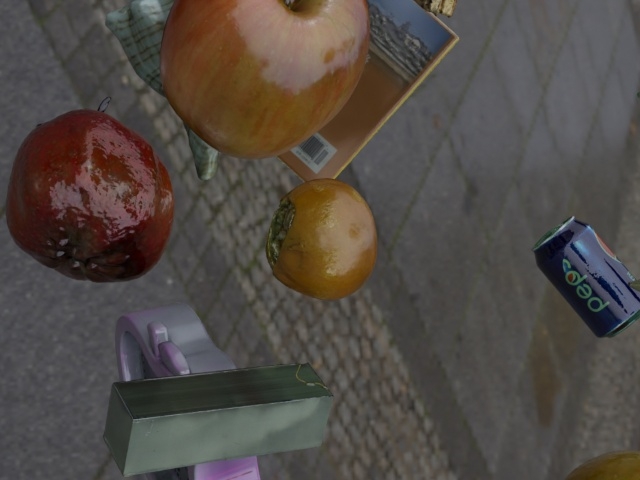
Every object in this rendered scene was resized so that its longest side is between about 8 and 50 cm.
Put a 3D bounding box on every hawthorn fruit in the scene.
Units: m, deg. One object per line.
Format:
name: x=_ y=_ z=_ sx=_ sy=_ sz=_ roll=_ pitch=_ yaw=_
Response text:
hawthorn fruit: x=-0.335 y=-0.093 z=1.864 sx=0.254 sy=0.254 sz=0.300 roll=45 pitch=47 yaw=-48

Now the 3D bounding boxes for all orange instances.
orange: x=0.000 y=0.000 z=1.532 sx=0.155 sy=0.134 sz=0.154 roll=167 pitch=-90 yaw=-76

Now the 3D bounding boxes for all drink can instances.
drink can: x=0.459 y=0.062 z=2.116 sx=0.205 sy=0.118 sz=0.118 roll=49 pitch=30 yaw=3

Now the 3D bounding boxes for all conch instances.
conch: x=-0.206 y=-0.282 z=1.679 sx=0.170 sy=0.203 sz=0.386 roll=5 pitch=95 yaw=-29

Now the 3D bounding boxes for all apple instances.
apple: x=-0.068 y=-0.224 z=1.470 sx=0.242 sy=0.241 sz=0.242 roll=12 pitch=57 yaw=-20

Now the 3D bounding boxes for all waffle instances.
waffle: x=0.162 y=-0.389 z=1.793 sx=0.148 sy=0.042 sz=0.102 roll=-121 pitch=-139 yaw=-61

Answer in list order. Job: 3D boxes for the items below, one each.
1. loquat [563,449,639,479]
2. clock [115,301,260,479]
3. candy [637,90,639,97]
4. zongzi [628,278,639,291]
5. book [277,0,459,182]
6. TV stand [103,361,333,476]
loquat: x=0.439 y=0.410 z=1.735 sx=0.244 sy=0.244 sz=0.243 roll=28 pitch=57 yaw=-56
clock: x=-0.197 y=0.250 z=1.818 sx=0.102 sy=0.338 sz=0.338 roll=-15 pitch=96 yaw=-24
candy: x=0.510 y=-0.239 z=1.514 sx=0.078 sy=0.288 sz=0.084 roll=50 pitch=38 yaw=-14
zongzi: x=0.524 y=0.021 z=1.786 sx=0.062 sy=0.130 sz=0.154 roll=109 pitch=2 yaw=-77
book: x=0.025 y=-0.304 z=2.198 sx=0.262 sy=0.374 sz=0.028 roll=43 pitch=9 yaw=6
TV stand: x=-0.124 y=0.217 z=1.533 sx=0.270 sy=0.083 sz=0.088 roll=-2 pitch=120 yaw=-29
